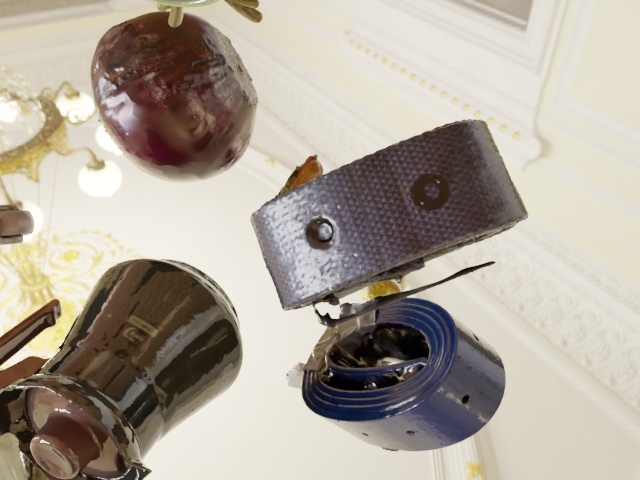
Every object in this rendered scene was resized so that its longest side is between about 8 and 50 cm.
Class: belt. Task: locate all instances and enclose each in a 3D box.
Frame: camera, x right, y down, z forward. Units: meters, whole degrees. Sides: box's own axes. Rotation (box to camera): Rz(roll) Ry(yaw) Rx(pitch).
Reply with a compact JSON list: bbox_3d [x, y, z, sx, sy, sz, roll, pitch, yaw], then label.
[{"bbox_3d":[0.112,0.202,0.921,0.117,0.347,0.212,35,-119,-23],"label":"belt"},{"bbox_3d":[0.061,-0.010,0.534,0.231,0.139,0.126,-23,-98,9],"label":"belt"}]

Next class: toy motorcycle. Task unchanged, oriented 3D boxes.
[{"bbox_3d":[-0.633,-0.021,1.034,0.254,0.112,0.112,-7,-142,-32],"label":"toy motorcycle"}]

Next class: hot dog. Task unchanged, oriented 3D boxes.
[{"bbox_3d":[-0.066,-0.095,1.318,0.062,0.092,0.235,35,-106,-16],"label":"hot dog"}]

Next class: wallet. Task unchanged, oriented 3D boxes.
[{"bbox_3d":[0.011,0.336,1.418,0.190,0.095,0.033,16,-132,-15],"label":"wallet"}]

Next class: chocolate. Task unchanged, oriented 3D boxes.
[{"bbox_3d":[0.153,0.101,1.613,0.162,0.162,0.445,5,-170,4],"label":"chocolate"}]

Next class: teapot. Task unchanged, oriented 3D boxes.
[{"bbox_3d":[-0.349,0.209,0.983,0.376,0.305,0.361,16,-149,12],"label":"teapot"}]

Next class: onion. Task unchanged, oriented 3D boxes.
[{"bbox_3d":[-0.248,-0.233,1.099,0.282,0.336,0.260,-23,-109,-2],"label":"onion"}]

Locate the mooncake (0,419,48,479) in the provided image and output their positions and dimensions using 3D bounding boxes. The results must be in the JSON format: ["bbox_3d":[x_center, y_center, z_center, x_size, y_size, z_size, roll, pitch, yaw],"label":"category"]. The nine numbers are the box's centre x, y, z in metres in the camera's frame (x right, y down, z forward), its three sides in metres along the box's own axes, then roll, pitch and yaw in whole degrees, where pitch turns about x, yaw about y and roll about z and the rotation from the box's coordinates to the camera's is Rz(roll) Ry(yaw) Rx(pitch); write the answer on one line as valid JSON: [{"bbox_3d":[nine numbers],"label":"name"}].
[{"bbox_3d":[-0.515,0.410,1.097,0.255,0.250,0.136,2,-165,38],"label":"mooncake"}]

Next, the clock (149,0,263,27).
[{"bbox_3d":[-0.162,-0.332,0.589,0.235,0.308,0.096,6,-111,18],"label":"clock"}]

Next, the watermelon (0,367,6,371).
[{"bbox_3d":[-0.823,0.380,1.344,0.193,0.231,0.310,36,-172,-12],"label":"watermelon"}]
